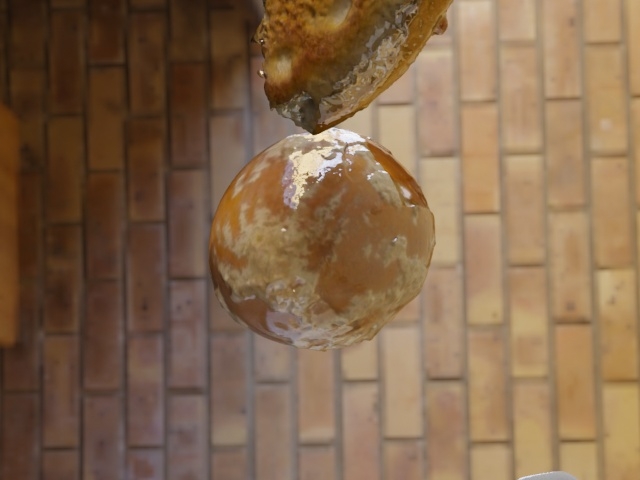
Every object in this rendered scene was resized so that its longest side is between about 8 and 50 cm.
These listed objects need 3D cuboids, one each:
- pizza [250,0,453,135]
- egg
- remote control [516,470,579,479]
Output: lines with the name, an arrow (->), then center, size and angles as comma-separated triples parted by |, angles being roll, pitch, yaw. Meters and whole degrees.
pizza -> 0.037, -0.243, 1.189 | 0.226, 0.086, 0.335 | 43, -64, 43
egg -> 0.000, 0.000, 1.374 | 0.233, 0.195, 0.194 | -23, 114, -57
remote control -> 0.179, 0.188, 0.872 | 0.184, 0.050, 0.027 | 38, -58, 45
